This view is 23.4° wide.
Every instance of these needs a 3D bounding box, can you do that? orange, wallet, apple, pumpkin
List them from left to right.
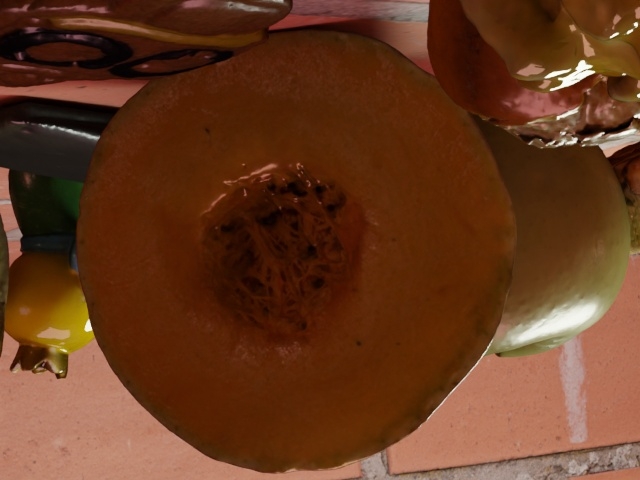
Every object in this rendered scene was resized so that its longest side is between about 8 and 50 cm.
[{"bbox_3d":[-0.234,-0.088,1.414,0.168,0.052,0.245,-8,170,38],"label":"wallet"},{"bbox_3d":[0.000,0.000,1.207,0.332,0.332,0.199,-6,-178,18],"label":"pumpkin"},{"bbox_3d":[0.146,-0.010,1.472,0.292,0.254,0.292,-8,176,-1],"label":"apple"},{"bbox_3d":[0.134,-0.123,0.822,0.156,0.134,0.156,5,133,5],"label":"orange"}]

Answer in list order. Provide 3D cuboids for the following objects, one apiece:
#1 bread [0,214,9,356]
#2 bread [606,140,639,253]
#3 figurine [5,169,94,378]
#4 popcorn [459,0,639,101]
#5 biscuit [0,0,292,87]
[{"bbox_3d":[-0.364,0.018,1.427,0.070,0.236,0.236,-11,173,18],"label":"bread"},{"bbox_3d":[0.411,-0.075,1.540,0.275,0.114,0.185,-20,178,-7],"label":"bread"},{"bbox_3d":[-0.254,0.024,1.600,0.127,0.234,0.185,-11,173,23],"label":"figurine"},{"bbox_3d":[0.149,-0.123,0.558,0.235,0.181,0.217,1,174,-29],"label":"popcorn"},{"bbox_3d":[-0.142,-0.133,1.001,0.208,0.041,0.290,1,172,-42],"label":"biscuit"}]
